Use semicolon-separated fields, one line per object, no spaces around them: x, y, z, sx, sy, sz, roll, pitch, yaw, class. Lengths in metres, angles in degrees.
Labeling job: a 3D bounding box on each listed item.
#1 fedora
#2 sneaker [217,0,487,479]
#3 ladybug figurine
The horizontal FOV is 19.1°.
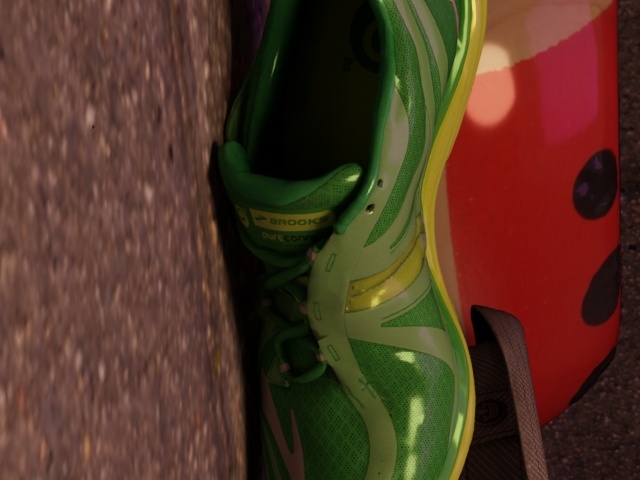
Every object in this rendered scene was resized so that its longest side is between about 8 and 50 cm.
0.062;0.167;1.014;0.243;0.124;0.275;80;4;-53;fedora
0.000;0.000;0.810;0.123;0.109;0.295;-5;98;-55;sneaker
0.110;-0.049;1.210;0.305;0.162;0.449;-79;165;-53;ladybug figurine
